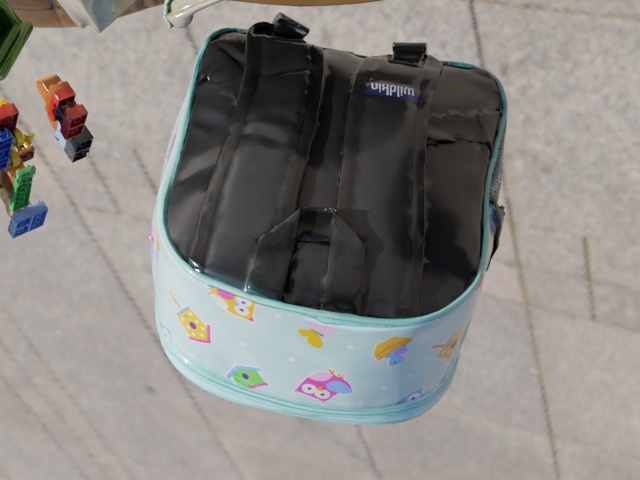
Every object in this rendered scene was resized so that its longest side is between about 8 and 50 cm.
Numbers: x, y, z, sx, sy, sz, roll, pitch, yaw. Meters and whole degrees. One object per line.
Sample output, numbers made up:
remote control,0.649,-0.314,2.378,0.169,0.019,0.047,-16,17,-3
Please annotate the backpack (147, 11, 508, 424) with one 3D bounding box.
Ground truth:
backpack,0.000,0.000,0.619,0.165,0.188,0.144,12,128,-3

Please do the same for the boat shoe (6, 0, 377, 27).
boat shoe,-0.088,-0.187,0.657,0.341,0.123,0.123,2,121,14

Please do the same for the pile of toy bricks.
pile of toy bricks,-0.270,-0.082,1.064,0.105,0.118,0.212,55,148,13

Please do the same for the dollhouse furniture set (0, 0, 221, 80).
dollhouse furniture set,-0.062,-0.101,0.393,0.151,0.076,0.059,-17,127,26
